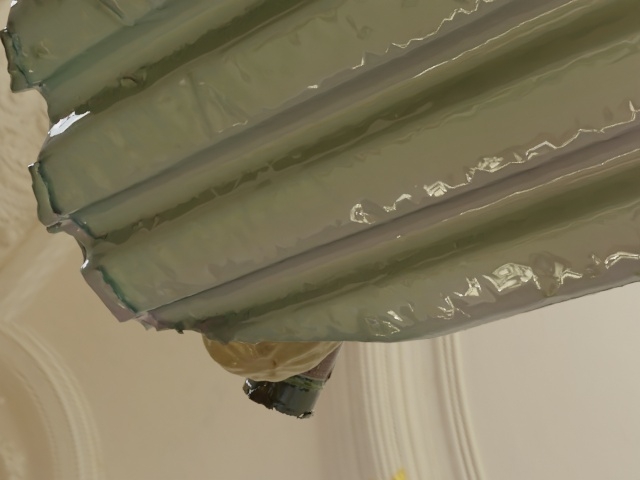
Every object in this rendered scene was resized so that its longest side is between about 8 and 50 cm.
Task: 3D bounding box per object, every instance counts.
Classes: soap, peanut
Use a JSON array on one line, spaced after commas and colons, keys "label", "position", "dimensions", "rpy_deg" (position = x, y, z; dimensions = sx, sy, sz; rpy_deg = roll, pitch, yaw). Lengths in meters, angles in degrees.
[{"label": "soap", "position": [0.041, -0.095, 0.672], "dimensions": [0.446, 0.261, 0.156], "rpy_deg": [-23, -156, 40]}, {"label": "peanut", "position": [0.000, 0.000, 1.113], "dimensions": [0.123, 0.123, 0.257], "rpy_deg": [33, -88, 33]}]

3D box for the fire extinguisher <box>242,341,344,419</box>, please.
[{"label": "fire extinguisher", "position": [0.007, 0.057, 1.611], "dimensions": [0.093, 0.118, 0.294], "rpy_deg": [31, -79, 44]}]
